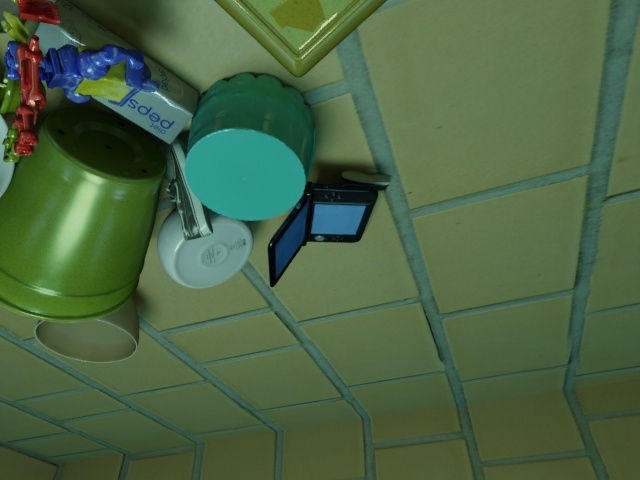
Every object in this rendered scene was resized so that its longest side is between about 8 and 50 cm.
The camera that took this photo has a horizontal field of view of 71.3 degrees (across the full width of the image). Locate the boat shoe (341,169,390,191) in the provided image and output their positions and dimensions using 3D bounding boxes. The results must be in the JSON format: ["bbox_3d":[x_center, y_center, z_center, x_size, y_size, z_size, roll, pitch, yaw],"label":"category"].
[{"bbox_3d":[0.109,-0.145,1.102,0.125,0.046,0.038,2,134,-17],"label":"boat shoe"}]

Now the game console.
[{"bbox_3d":[0.000,0.000,1.113,0.251,0.173,0.293,2,156,-4],"label":"game console"}]

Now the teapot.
[{"bbox_3d":[-0.308,-0.019,1.137,0.256,0.187,0.253,-53,142,12],"label":"teapot"}]

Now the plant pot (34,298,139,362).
[{"bbox_3d":[-0.695,0.230,1.388,0.285,0.190,0.284,-1,139,-1],"label":"plant pot"}]

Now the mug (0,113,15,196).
[{"bbox_3d":[-0.805,-0.152,0.763,0.328,0.275,0.374,-4,175,32],"label":"mug"}]

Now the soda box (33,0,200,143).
[{"bbox_3d":[-0.384,-0.315,0.856,0.286,0.091,0.098,31,128,-32],"label":"soda box"}]

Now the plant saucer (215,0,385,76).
[{"bbox_3d":[-0.036,-0.456,0.718,0.333,0.080,0.333,-32,131,30],"label":"plant saucer"}]

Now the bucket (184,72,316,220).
[{"bbox_3d":[-0.148,-0.185,0.941,0.282,0.183,0.281,0,139,0],"label":"bucket"}]

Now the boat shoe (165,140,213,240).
[{"bbox_3d":[-0.300,-0.109,0.974,0.070,0.219,0.078,-17,177,-4],"label":"boat shoe"}]

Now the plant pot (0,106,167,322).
[{"bbox_3d":[-0.512,-0.076,0.967,0.367,0.366,0.353,25,120,-27],"label":"plant pot"}]

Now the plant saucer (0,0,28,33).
[{"bbox_3d":[-0.577,-0.440,0.756,0.169,0.029,0.168,-2,138,-1],"label":"plant saucer"}]

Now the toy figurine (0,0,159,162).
[{"bbox_3d":[-0.380,-0.235,0.728,0.217,0.191,0.363,-7,180,-40],"label":"toy figurine"}]
